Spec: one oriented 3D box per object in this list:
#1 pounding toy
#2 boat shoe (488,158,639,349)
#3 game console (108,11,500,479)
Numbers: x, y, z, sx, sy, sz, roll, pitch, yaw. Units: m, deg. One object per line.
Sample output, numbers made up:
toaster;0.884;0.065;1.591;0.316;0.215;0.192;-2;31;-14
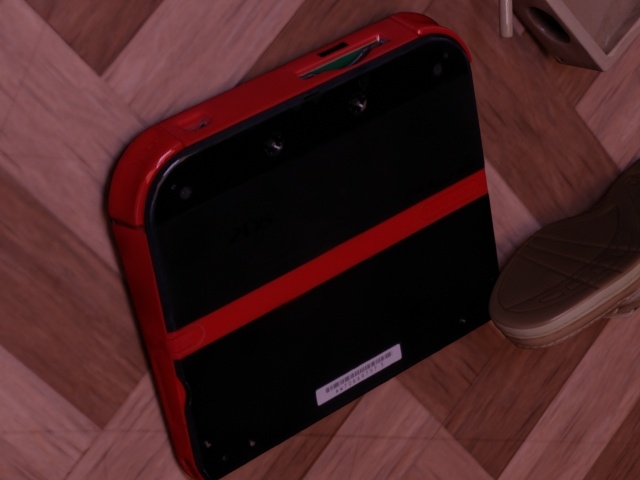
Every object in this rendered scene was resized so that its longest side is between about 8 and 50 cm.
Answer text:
pounding toy;0.211;-0.259;1.682;0.181;0.094;0.206;-49;118;-9
boat shoe;0.300;0.028;1.798;0.341;0.122;0.110;-34;129;-34
game console;0.000;0.000;1.625;0.387;0.060;0.342;-27;124;-27
